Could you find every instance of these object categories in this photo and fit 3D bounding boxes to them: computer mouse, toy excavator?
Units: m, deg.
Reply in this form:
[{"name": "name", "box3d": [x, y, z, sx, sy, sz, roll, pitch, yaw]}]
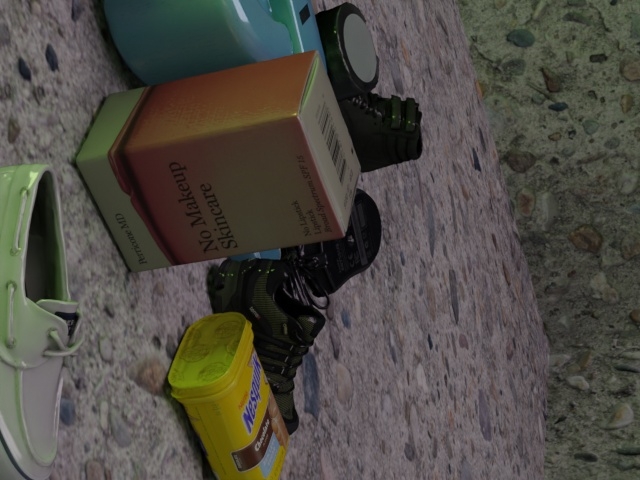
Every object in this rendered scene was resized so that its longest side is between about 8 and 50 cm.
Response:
[{"name": "computer mouse", "box3d": [0.000, 0.000, 1.814, 0.272, 0.072, 0.188, -28, 109, -59]}, {"name": "toy excavator", "box3d": [-0.151, -0.300, 1.313, 0.445, 0.222, 0.433, -28, 106, -63]}]

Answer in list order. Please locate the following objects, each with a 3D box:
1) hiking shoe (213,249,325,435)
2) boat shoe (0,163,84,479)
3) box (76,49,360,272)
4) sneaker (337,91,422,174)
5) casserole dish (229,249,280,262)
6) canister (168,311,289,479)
[{"name": "hiking shoe", "box3d": [-0.047, 0.125, 1.501, 0.086, 0.114, 0.227, -54, 131, -66]}, {"name": "boat shoe", "box3d": [-0.230, 0.065, 1.013, 0.095, 0.084, 0.258, -1, 81, -73]}, {"name": "box", "box3d": [-0.095, -0.075, 1.268, 0.127, 0.232, 0.149, -77, 151, -51]}, {"name": "sneaker", "box3d": [0.075, -0.217, 2.025, 0.296, 0.147, 0.104, 56, 31, -49]}, {"name": "casserole dish", "box3d": [-0.090, -0.030, 1.590, 0.114, 0.037, 0.188, -46, 123, -69]}, {"name": "canister", "box3d": [-0.094, 0.182, 1.395, 0.126, 0.073, 0.170, -74, 150, -54]}]
